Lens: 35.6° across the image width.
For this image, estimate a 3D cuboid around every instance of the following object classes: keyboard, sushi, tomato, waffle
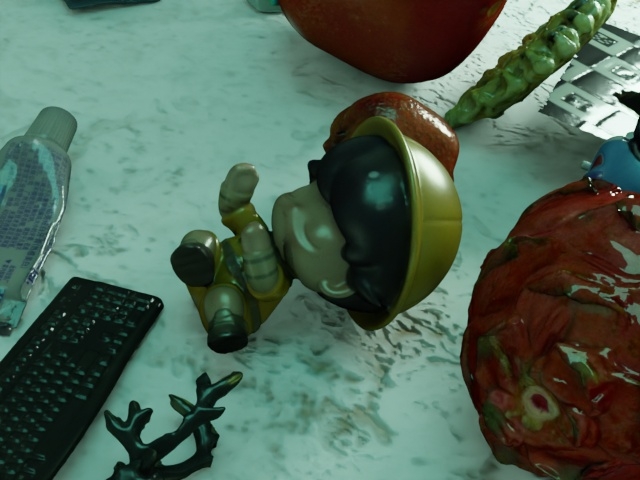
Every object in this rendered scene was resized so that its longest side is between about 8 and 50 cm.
[{"bbox_3d":[-0.235,0.146,0.773,0.104,0.041,0.381,13,40,8],"label":"keyboard"},{"bbox_3d":[0.436,-0.121,1.167,0.339,0.068,0.320,24,38,11],"label":"sushi"},{"bbox_3d":[0.104,-0.354,1.221,0.293,0.289,0.325,20,54,2],"label":"tomato"},{"bbox_3d":[0.257,-0.216,1.178,0.054,0.204,0.223,48,51,-4],"label":"waffle"}]

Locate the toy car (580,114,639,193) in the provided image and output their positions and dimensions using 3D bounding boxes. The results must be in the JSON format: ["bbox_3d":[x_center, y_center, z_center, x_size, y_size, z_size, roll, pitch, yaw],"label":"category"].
[{"bbox_3d":[0.390,0.001,0.939,0.314,0.198,0.166,23,75,14],"label":"toy car"}]

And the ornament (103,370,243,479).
[{"bbox_3d":[-0.079,0.195,0.707,0.202,0.080,0.236,4,39,3],"label":"ornament"}]

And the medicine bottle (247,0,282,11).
[{"bbox_3d":[-0.041,-0.429,1.348,0.121,0.228,0.083,-18,47,-27],"label":"medicine bottle"}]

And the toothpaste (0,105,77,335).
[{"bbox_3d":[-0.299,-0.028,0.969,0.099,0.068,0.282,-12,43,25],"label":"toothpaste"}]

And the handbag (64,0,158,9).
[{"bbox_3d":[-0.327,-0.398,1.411,0.144,0.057,0.221,-19,46,-22],"label":"handbag"}]

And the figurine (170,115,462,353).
[{"bbox_3d":[0.001,0.003,0.891,0.257,0.167,0.192,-21,56,1],"label":"figurine"}]

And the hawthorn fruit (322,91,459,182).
[{"bbox_3d":[0.076,-0.088,1.033,0.138,0.132,0.132,11,37,-17],"label":"hawthorn fruit"}]

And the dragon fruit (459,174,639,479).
[{"bbox_3d":[0.223,0.075,0.783,0.241,0.240,0.252,13,13,8],"label":"dragon fruit"}]
